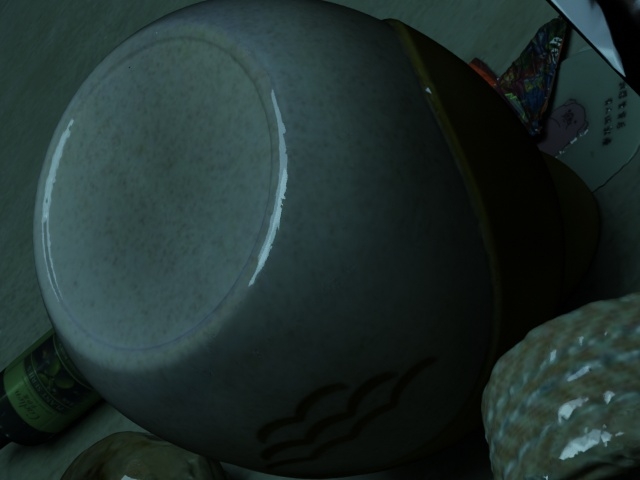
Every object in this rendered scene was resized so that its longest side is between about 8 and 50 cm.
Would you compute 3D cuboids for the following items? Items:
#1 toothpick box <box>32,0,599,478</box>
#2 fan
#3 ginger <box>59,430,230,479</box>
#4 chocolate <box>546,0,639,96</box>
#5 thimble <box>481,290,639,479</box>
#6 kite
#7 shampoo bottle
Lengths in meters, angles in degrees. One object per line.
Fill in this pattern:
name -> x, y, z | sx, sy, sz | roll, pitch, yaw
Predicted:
toothpick box -> 0.000, 0.000, 1.566 | 0.409, 0.425, 0.409 | -13, 70, 38
fan -> 0.192, -0.090, 1.761 | 0.310, 0.010, 0.182 | -22, 48, 40
ginger -> -0.208, 0.339, 1.819 | 0.244, 0.155, 0.304 | 0, 71, 44
chocolate -> 0.356, -0.221, 1.356 | 0.331, 0.383, 0.383 | -46, 36, 13
thimble -> 0.240, 0.149, 1.357 | 0.229, 0.196, 0.148 | -14, 50, 7
kite -> 0.177, -0.140, 1.806 | 0.232, 0.009, 0.189 | -49, 30, 13
shampoo bottle -> -0.316, 0.170, 2.113 | 0.284, 0.101, 0.101 | -38, 39, 27
